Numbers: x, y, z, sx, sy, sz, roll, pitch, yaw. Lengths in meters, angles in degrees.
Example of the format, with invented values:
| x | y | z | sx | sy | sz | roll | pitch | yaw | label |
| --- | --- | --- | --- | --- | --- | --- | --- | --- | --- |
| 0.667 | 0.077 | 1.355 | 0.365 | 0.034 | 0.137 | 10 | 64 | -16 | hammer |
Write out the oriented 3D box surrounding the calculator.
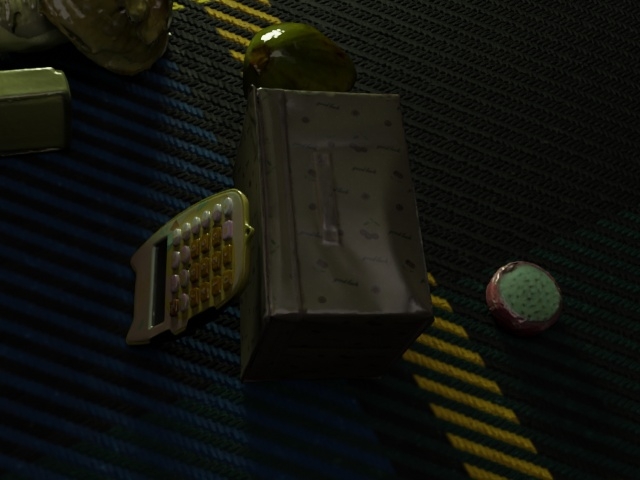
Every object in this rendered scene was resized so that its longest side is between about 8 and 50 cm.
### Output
| x | y | z | sx | sy | sz | roll | pitch | yaw | label |
| --- | --- | --- | --- | --- | --- | --- | --- | --- | --- |
| -0.147 | 0.034 | 1.107 | 0.033 | 0.237 | 0.157 | 21 | 55 | -36 | calculator |

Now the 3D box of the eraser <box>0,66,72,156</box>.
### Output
| x | y | z | sx | sy | sz | roll | pitch | yaw | label |
| --- | --- | --- | --- | --- | --- | --- | --- | --- | --- |
| -0.400 | -0.157 | 1.195 | 0.172 | 0.117 | 0.058 | -8 | 61 | -18 | eraser |

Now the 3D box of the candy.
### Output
| x | y | z | sx | sy | sz | roll | pitch | yaw | label |
| --- | --- | --- | --- | --- | --- | --- | --- | --- | --- |
| 0.271 | 0.078 | 1.281 | 0.103 | 0.043 | 0.103 | 6 | 59 | -10 | candy |

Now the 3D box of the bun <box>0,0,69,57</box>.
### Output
| x | y | z | sx | sy | sz | roll | pitch | yaw | label |
| --- | --- | --- | --- | --- | --- | --- | --- | --- | --- |
| -0.423 | -0.332 | 1.269 | 0.237 | 0.116 | 0.209 | -2 | 70 | -49 | bun |

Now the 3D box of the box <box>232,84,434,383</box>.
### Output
| x | y | z | sx | sy | sz | roll | pitch | yaw | label |
| --- | --- | --- | --- | --- | --- | --- | --- | --- | --- |
| 0.000 | 0.000 | 1.148 | 0.191 | 0.225 | 0.297 | 2 | 64 | -13 | box |

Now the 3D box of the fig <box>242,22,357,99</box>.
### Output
| x | y | z | sx | sy | sz | roll | pitch | yaw | label |
| --- | --- | --- | --- | --- | --- | --- | --- | --- | --- |
| -0.041 | -0.225 | 1.301 | 0.154 | 0.166 | 0.144 | 34 | 93 | 37 | fig |

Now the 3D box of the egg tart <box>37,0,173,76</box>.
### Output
| x | y | z | sx | sy | sz | roll | pitch | yaw | label |
| --- | --- | --- | --- | --- | --- | --- | --- | --- | --- |
| -0.271 | -0.343 | 1.289 | 0.231 | 0.098 | 0.252 | 59 | 35 | -16 | egg tart |
